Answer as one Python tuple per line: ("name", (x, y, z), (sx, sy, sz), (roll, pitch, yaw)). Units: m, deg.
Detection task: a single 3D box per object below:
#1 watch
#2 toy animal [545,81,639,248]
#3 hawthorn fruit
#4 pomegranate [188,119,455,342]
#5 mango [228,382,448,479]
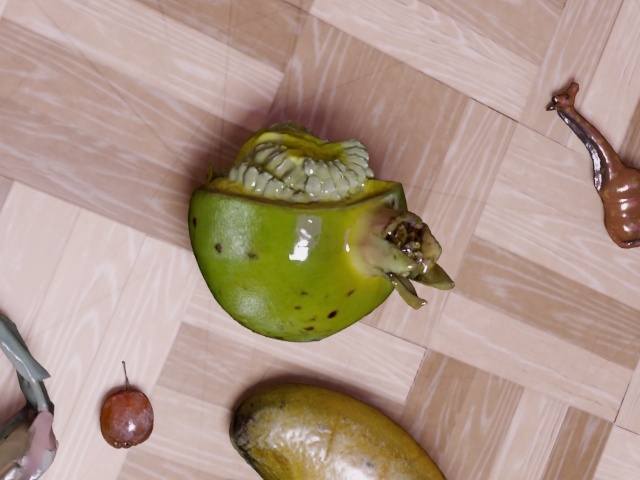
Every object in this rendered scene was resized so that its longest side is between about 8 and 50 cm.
("watch", (-0.417, 0.192, 1.147), (0.253, 0.162, 0.241), (-45, 101, -12))
("toy animal", (0.417, -0.101, 1.472), (0.230, 0.066, 0.224), (3, 94, -16))
("hawthorn fruit", (-0.231, 0.198, 1.268), (0.067, 0.067, 0.103), (10, 61, -21))
("pomegranate", (0.000, 0.000, 1.194), (0.260, 0.341, 0.260), (-16, 114, -39))
("mango", (0.039, 0.299, 1.327), (0.329, 0.175, 0.176), (49, 55, 0))
